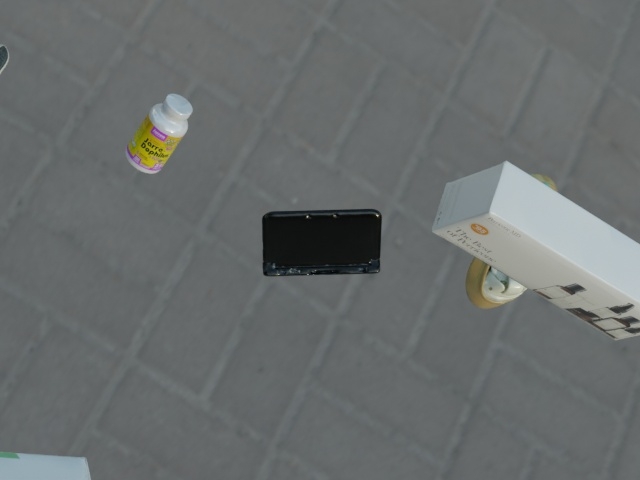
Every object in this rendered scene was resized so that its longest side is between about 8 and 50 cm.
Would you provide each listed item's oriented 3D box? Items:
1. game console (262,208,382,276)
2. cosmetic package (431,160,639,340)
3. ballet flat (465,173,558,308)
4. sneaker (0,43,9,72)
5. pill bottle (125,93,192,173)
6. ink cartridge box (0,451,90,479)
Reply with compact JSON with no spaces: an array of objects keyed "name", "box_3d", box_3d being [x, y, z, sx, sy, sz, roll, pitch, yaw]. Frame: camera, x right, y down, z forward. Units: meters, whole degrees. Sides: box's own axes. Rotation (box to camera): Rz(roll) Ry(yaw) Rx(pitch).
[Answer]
[{"name":"game console","box_3d":[0.000,0.000,1.680,0.122,0.107,0.071,-1,95,-3]},{"name":"cosmetic package","box_3d":[0.230,0.015,1.532,0.239,0.099,0.060,30,64,-22]},{"name":"ballet flat","box_3d":[0.234,0.021,1.979,0.080,0.232,0.073,0,45,-16]},{"name":"sneaker","box_3d":[-0.298,-0.090,1.177,0.068,0.071,0.170,40,72,9]},{"name":"pill bottle","box_3d":[-0.164,-0.111,1.657,0.043,0.083,0.043,25,35,-19]},{"name":"ink cartridge box","box_3d":[-0.322,0.282,1.495,0.154,0.212,0.093,9,49,-33]}]
